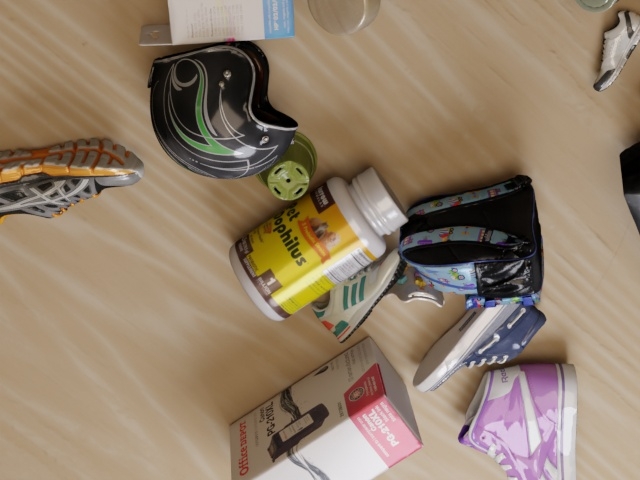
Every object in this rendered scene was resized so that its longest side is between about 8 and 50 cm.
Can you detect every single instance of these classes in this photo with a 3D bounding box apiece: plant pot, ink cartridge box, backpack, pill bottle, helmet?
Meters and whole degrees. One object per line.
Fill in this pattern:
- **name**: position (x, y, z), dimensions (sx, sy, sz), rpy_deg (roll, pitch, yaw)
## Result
- **plant pot**: position (-0.042, -0.086, 1.757), dimensions (0.083, 0.079, 0.083), rpy_deg (-2, 112, -5)
- **ink cartridge box**: position (0.001, 0.258, 1.849), dimensions (0.237, 0.172, 0.100), rpy_deg (-34, 111, 9)
- **backpack**: position (0.190, 0.009, 1.780), dimensions (0.173, 0.158, 0.117), rpy_deg (-7, 131, 12)
- **ink cartridge box**: position (-0.124, -0.274, 1.659), dimensions (0.181, 0.104, 0.062), rpy_deg (-4, 112, -4)
- **pill bottle**: position (0.000, 0.000, 1.774), dimensions (0.215, 0.117, 0.117), rpy_deg (-34, 111, 8)
- **helmet**: position (-0.116, -0.152, 1.681), dimensions (0.169, 0.169, 0.162), rpy_deg (-13, 100, 0)

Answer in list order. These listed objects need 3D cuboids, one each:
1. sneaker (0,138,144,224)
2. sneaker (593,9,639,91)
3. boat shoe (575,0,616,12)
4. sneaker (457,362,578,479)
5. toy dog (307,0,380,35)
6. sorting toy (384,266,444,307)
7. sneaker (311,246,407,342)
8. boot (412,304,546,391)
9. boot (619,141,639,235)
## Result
- **sneaker**: position (-0.321, -0.071, 1.742), dimensions (0.214, 0.084, 0.083), rpy_deg (-4, 116, 6)
- **sneaker**: position (0.366, -0.237, 1.760), dimensions (0.043, 0.040, 0.109), rpy_deg (28, 104, 2)
- **boat shoe**: position (0.320, -0.389, 1.677), dimensions (0.081, 0.068, 0.228), rpy_deg (2, 114, 38)
- **sneaker**: position (0.269, 0.303, 1.939), dimensions (0.161, 0.102, 0.282), rpy_deg (-3, 102, 0)
- **toy dog**: position (0.036, -0.405, 1.596), dimensions (0.161, 0.220, 0.334), rpy_deg (21, 103, 20)
- **sorting toy**: position (0.128, 0.067, 1.836), dimensions (0.083, 0.075, 0.045), rpy_deg (8, 111, -9)
- **sneaker**: position (0.046, 0.058, 1.824), dimensions (0.075, 0.057, 0.161), rpy_deg (40, 122, 6)
- **boot**: position (0.212, 0.146, 1.878), dimensions (0.086, 0.069, 0.190), rpy_deg (38, 102, -15)
- **boot**: position (0.617, 0.018, 1.811), dimensions (0.367, 0.146, 0.445), rpy_deg (-25, 115, 6)
